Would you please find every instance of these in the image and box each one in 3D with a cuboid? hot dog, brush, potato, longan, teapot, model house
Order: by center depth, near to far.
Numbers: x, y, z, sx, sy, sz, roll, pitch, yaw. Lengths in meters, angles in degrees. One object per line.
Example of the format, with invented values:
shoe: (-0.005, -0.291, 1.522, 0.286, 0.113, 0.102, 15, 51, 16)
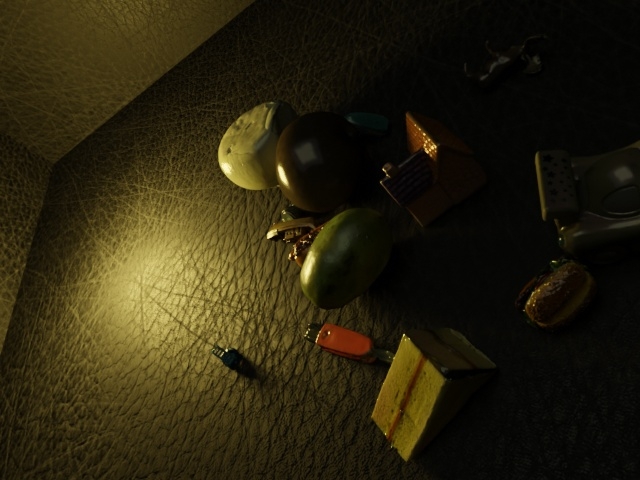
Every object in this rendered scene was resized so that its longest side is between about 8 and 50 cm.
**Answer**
brush: (0.080, 0.278, 1.416, 0.323, 0.051, 0.070, 10, 61, 47)
model house: (0.279, -0.207, 1.451, 0.237, 0.237, 0.202, -36, 46, 15)
potato: (0.072, 0.049, 1.471, 0.216, 0.216, 0.304, 32, 94, 48)
hot dog: (0.000, 0.000, 1.659, 0.249, 0.076, 0.102, -33, 48, 16)
longan: (-0.005, -0.255, 1.698, 0.288, 0.288, 0.350, -21, 56, 28)
teapot: (-0.098, -0.089, 1.824, 0.057, 0.066, 0.088, -51, 15, -30)

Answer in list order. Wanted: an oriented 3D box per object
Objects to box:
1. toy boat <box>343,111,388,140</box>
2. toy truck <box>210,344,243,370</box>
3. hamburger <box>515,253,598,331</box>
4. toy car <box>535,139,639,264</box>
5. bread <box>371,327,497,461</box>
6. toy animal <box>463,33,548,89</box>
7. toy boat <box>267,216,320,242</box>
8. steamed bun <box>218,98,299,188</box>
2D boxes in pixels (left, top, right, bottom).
toy boat: (0.136, -0.374, 1.806, 0.175, 0.110, 0.091, 12, 63, -1)
toy truck: (-0.288, 0.352, 1.640, 0.073, 0.090, 0.056, 28, 80, 48)
hamburger: (0.492, 0.114, 1.116, 0.166, 0.137, 0.087, -49, 20, 10)
toy car: (0.636, -0.109, 1.087, 0.336, 0.226, 0.242, -16, 52, 33)
bread: (0.251, 0.345, 1.227, 0.167, 0.163, 0.264, 45, 125, 47)
toy animal: (0.548, -0.525, 1.572, 0.214, 0.094, 0.186, -48, 37, 13)
toy boat: (-0.088, -0.028, 1.767, 0.206, 0.064, 0.072, -10, 70, 36)
steamed bun: (-0.203, -0.327, 1.953, 0.312, 0.233, 0.333, -12, 45, 37)
